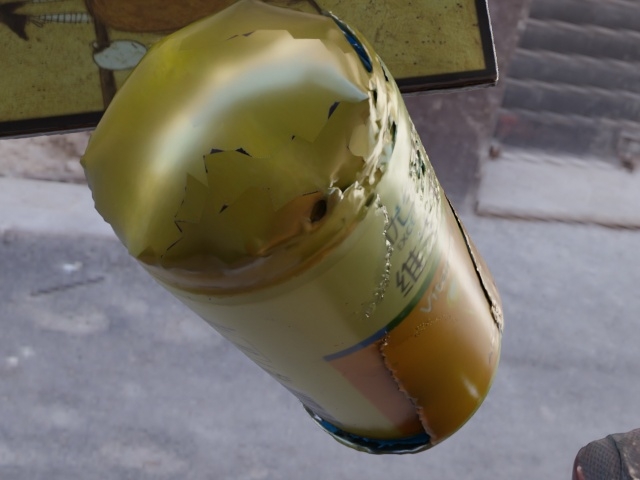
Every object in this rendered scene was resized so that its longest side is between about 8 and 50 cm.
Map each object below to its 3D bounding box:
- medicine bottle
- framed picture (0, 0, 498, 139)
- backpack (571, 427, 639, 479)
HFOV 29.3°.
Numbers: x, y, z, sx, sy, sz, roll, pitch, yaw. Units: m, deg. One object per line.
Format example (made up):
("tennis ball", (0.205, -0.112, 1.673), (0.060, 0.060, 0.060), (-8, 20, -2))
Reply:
("medicine bottle", (0.000, 0.000, 0.518), (0.124, 0.124, 0.239), (26, -14, 29))
("framed picture", (-0.071, -0.199, 0.772), (0.339, 0.255, 0.014), (-6, -11, -4))
("backpack", (0.240, 0.279, 0.648), (0.197, 0.283, 0.317), (-14, 24, -1))
